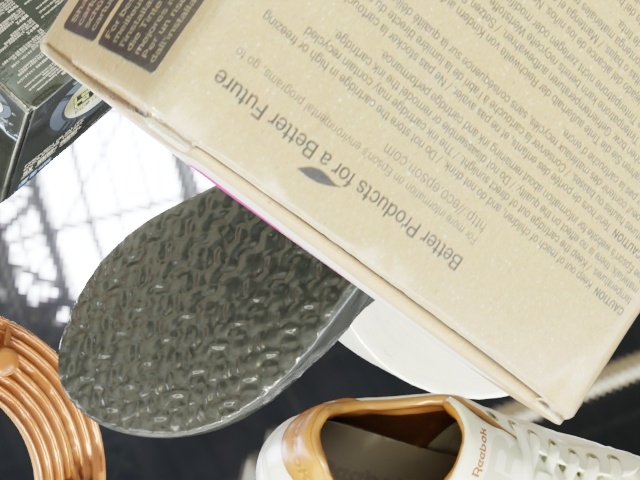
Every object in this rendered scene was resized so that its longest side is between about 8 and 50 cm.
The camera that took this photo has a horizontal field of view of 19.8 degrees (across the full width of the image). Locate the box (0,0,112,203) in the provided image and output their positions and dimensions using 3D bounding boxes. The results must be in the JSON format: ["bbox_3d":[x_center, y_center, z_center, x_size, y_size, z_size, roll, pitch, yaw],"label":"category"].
[{"bbox_3d":[-0.151,-0.127,1.125,0.077,0.147,0.180,44,-116,3],"label":"box"}]

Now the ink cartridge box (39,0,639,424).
[{"bbox_3d":[0.051,-0.075,0.642,0.235,0.193,0.088,37,177,-40],"label":"ink cartridge box"}]

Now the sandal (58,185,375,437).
[{"bbox_3d":[0.002,0.001,1.357,0.167,0.446,0.107,57,-169,24],"label":"sandal"}]

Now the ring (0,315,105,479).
[{"bbox_3d":[-0.304,0.211,1.362,0.337,0.336,0.032,-15,-160,-34],"label":"ring"}]

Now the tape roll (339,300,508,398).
[{"bbox_3d":[0.123,-0.014,1.556,0.286,0.286,0.100,0,-173,-18],"label":"tape roll"}]

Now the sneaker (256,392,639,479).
[{"bbox_3d":[0.112,0.156,1.105,0.290,0.123,0.106,9,-112,-11],"label":"sneaker"}]
